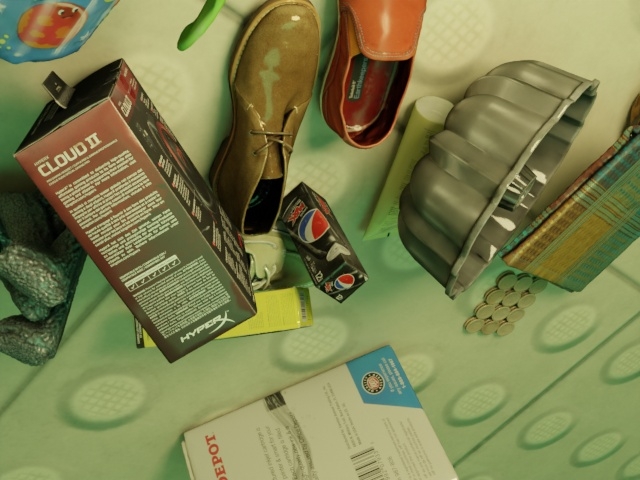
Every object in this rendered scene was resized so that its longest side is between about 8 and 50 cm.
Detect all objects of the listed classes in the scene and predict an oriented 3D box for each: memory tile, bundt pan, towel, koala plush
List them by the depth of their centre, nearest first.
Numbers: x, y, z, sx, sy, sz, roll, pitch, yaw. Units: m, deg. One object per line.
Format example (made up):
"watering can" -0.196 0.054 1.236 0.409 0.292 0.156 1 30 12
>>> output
"koala plush" -0.382 0.000 0.983 0.221 0.203 0.196 16 139 -11
"bundt pan" 0.212 -0.091 1.111 0.331 0.124 0.331 -49 163 -20
"towel" 0.430 -0.037 1.322 0.271 0.040 0.370 -47 151 16
"memory tile" 0.326 0.113 1.526 0.113 0.012 0.148 7 129 -31

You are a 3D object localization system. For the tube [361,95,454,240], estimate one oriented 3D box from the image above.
"tube" 0.125 -0.089 1.203 0.070 0.062 0.240 20 133 4

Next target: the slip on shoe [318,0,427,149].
"slip on shoe" 0.072 -0.248 0.985 0.123 0.101 0.331 -4 132 -20

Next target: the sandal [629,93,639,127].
"sandal" 0.502 -0.194 1.283 0.090 0.060 0.219 -8 149 -10

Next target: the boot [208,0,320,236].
"boot" -0.054 -0.137 1.025 0.112 0.115 0.305 0 130 -23

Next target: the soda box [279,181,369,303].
"soda box" 0.000 0.000 1.142 0.053 0.169 0.060 -41 136 13

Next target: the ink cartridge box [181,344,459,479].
"ink cartridge box" 0.001 0.393 1.442 0.395 0.285 0.166 -22 138 -4

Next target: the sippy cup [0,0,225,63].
"sippy cup" -0.238 -0.281 0.729 0.240 0.305 0.224 -22 160 -51

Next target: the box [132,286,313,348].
"box" -0.133 0.106 1.183 0.232 0.058 0.087 -8 174 13

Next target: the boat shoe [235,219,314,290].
"boat shoe" -0.107 0.027 1.172 0.302 0.094 0.109 14 124 -35

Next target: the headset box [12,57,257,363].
"headset box" -0.193 -0.052 0.911 0.110 0.218 0.293 -30 113 3
